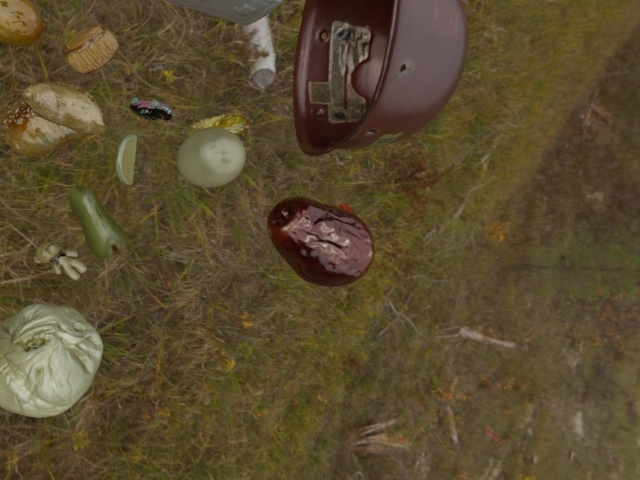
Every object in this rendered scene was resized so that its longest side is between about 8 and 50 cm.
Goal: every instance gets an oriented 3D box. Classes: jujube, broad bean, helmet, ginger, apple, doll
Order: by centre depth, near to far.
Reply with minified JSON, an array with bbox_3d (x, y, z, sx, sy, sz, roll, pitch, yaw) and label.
[{"bbox_3d":[0.112,-0.296,0.716,0.230,0.385,0.338,3,90,-24],"label":"helmet"},{"bbox_3d":[-0.523,0.040,0.904,0.093,0.051,0.061,51,42,-26],"label":"doll"},{"bbox_3d":[0.000,0.000,0.964,0.255,0.190,0.190,39,68,-39],"label":"jujube"},{"bbox_3d":[-0.653,-0.334,1.143,0.122,0.193,0.115,-51,161,-73],"label":"ginger"},{"bbox_3d":[-0.980,-0.699,1.401,0.155,0.182,0.182,-47,120,-32],"label":"apple"},{"bbox_3d":[-0.748,-0.057,1.484,0.121,0.189,0.263,-39,123,-25],"label":"broad bean"}]

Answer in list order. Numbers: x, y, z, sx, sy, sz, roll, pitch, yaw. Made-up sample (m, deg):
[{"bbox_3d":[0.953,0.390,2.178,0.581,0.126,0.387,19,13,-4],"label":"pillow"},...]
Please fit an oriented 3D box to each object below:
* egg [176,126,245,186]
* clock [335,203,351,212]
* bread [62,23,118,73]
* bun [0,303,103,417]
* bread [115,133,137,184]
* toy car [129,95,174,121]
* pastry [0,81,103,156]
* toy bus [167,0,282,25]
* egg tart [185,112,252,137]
[{"bbox_3d":[-0.352,-0.262,1.426,0.186,0.241,0.186,21,66,-59],"label":"egg"},{"bbox_3d":[0.036,-0.012,1.168,0.061,0.113,0.155,19,42,-12],"label":"clock"},{"bbox_3d":[-0.806,-0.669,1.576,0.199,0.199,0.104,-56,140,-23],"label":"bread"},{"bbox_3d":[-0.564,0.232,0.907,0.229,0.145,0.229,7,55,-11],"label":"bun"},{"bbox_3d":[-0.724,-0.297,1.650,0.036,0.112,0.193,10,103,1],"label":"bread"},{"bbox_3d":[-0.497,-0.379,1.314,0.069,0.142,0.055,39,67,-62],"label":"toy car"},{"bbox_3d":[-0.910,-0.419,1.500,0.315,0.284,0.184,-29,125,-15],"label":"pastry"},{"bbox_3d":[-0.152,-0.307,0.466,0.268,0.092,0.106,-17,93,-55],"label":"toy bus"},{"bbox_3d":[-0.411,-0.449,1.835,0.279,0.279,0.095,-32,126,-34],"label":"egg tart"}]
